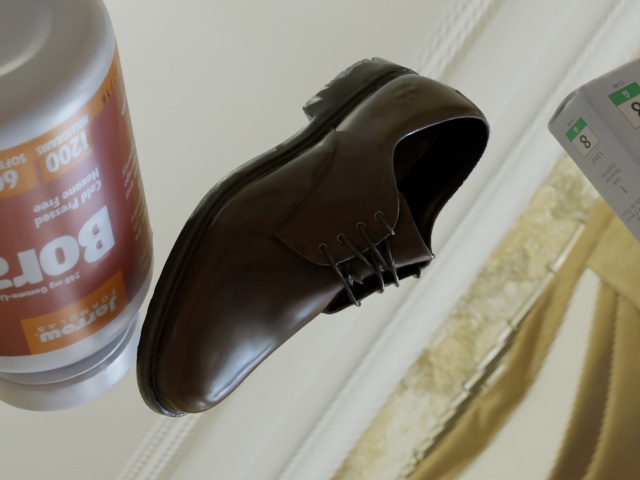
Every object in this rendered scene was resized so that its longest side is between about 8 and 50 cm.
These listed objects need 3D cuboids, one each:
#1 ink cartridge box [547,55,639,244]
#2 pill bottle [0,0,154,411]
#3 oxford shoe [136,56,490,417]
[{"bbox_3d":[0.290,-0.037,0.883,0.181,0.056,0.225,-27,-108,-32],"label":"ink cartridge box"},{"bbox_3d":[-0.142,-0.016,0.603,0.121,0.121,0.216,-16,-39,-11],"label":"pill bottle"},{"bbox_3d":[0.000,0.000,0.629,0.227,0.096,0.083,-50,-43,-18],"label":"oxford shoe"}]
